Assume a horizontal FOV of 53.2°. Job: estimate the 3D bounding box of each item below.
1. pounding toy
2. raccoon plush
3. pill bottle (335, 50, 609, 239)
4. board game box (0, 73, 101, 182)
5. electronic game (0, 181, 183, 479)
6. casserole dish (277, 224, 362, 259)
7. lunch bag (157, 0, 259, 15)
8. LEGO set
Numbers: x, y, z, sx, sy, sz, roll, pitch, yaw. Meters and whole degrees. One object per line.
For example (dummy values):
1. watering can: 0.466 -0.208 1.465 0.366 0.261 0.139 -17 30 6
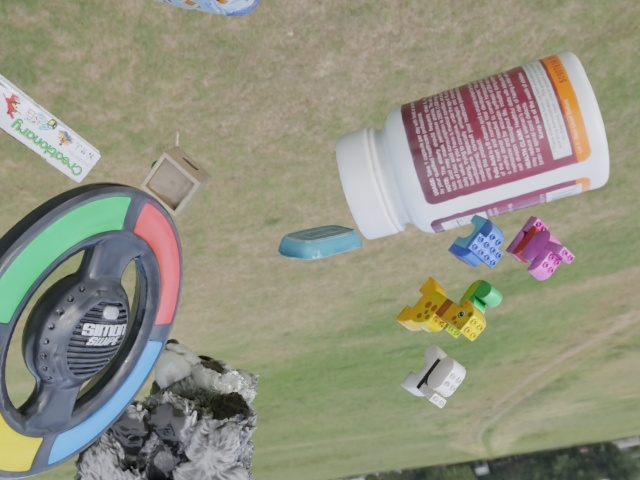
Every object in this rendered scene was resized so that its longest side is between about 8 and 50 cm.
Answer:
1. pounding toy: -0.337 -0.159 1.497 0.130 0.141 0.100 -48 -178 23
2. raccoon plush: -0.173 0.357 0.852 0.216 0.446 0.299 -1 173 3
3. pill bottle: 0.240 -0.141 1.053 0.392 0.224 0.224 -16 158 15
4. board game box: -0.435 -0.187 0.853 0.305 0.053 0.193 27 169 46
5. electronic game: -0.179 0.067 0.480 0.048 0.229 0.229 20 168 21
6. casserole dish: 0.000 0.000 1.301 0.188 0.036 0.114 -14 -161 -39
7. lunch bag: -0.219 -0.547 1.151 0.304 0.243 0.115 14 180 11
8. LEGO set: 0.153 0.062 0.625 0.087 0.227 0.093 38 180 -25
